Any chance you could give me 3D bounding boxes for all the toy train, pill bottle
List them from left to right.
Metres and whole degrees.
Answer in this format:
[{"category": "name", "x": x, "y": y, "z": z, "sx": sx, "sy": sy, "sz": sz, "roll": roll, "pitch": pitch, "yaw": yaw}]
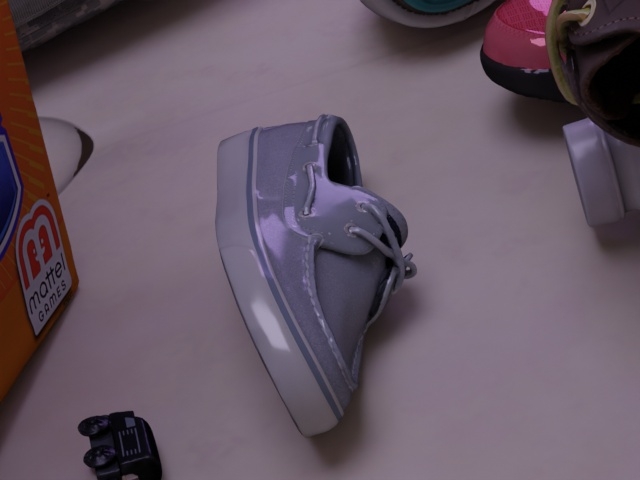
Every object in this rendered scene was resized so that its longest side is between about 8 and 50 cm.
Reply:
[{"category": "toy train", "x": -0.074, "y": 0.122, "z": 0.605, "sx": 0.036, "sy": 0.027, "sz": 0.158, "roll": -13, "pitch": 33, "yaw": -9}, {"category": "pill bottle", "x": 0.176, "y": -0.044, "z": 0.667, "sx": 0.120, "sy": 0.067, "sz": 0.067, "roll": -15, "pitch": 35, "yaw": 9}]

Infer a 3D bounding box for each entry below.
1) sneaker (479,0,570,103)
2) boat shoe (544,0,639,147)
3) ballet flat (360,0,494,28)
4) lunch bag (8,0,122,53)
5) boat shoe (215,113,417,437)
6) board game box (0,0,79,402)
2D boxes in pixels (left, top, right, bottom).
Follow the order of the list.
[{"category": "sneaker", "x": 0.203, "y": -0.191, "z": 0.793, "sx": 0.314, "sy": 0.136, "sz": 0.116, "roll": -33, "pitch": 35, "yaw": -18}, {"category": "boat shoe", "x": 0.150, "y": -0.076, "z": 0.586, "sx": 0.097, "sy": 0.116, "sz": 0.324, "roll": -25, "pitch": 57, "yaw": -2}, {"category": "ballet flat", "x": 0.184, "y": -0.255, "z": 0.917, "sx": 0.400, "sy": 0.139, "sz": 0.139, "roll": -27, "pitch": 35, "yaw": -8}, {"category": "lunch bag", "x": -0.222, "y": -0.249, "z": 1.030, "sx": 0.305, "sy": 0.212, "sz": 0.256, "roll": -29, "pitch": 52, "yaw": -7}, {"category": "boat shoe", "x": 0.000, "y": 0.001, "z": 0.685, "sx": 0.081, "sy": 0.079, "sz": 0.227, "roll": -22, "pitch": 31, "yaw": 6}, {"category": "board game box", "x": -0.359, "y": -0.038, "z": 0.601, "sx": 0.357, "sy": 0.356, "sz": 0.356, "roll": -2, "pitch": 28, "yaw": 14}]
